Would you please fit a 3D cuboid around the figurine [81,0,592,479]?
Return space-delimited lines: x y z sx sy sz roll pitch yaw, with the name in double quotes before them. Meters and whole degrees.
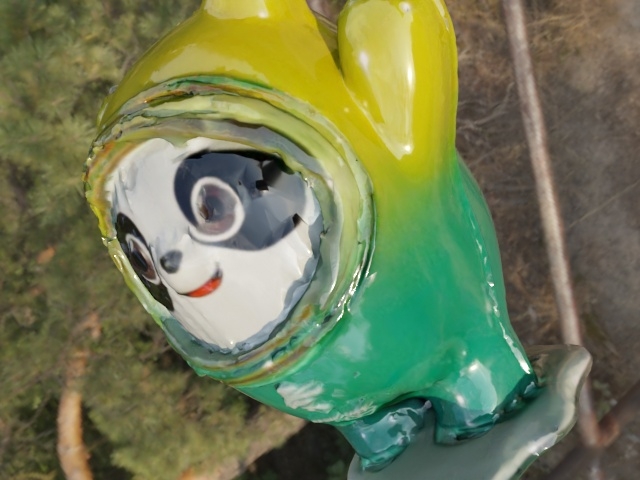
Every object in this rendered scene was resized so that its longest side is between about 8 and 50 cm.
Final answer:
"figurine" 0.000 0.000 0.527 0.323 0.231 0.340 -29 101 40
